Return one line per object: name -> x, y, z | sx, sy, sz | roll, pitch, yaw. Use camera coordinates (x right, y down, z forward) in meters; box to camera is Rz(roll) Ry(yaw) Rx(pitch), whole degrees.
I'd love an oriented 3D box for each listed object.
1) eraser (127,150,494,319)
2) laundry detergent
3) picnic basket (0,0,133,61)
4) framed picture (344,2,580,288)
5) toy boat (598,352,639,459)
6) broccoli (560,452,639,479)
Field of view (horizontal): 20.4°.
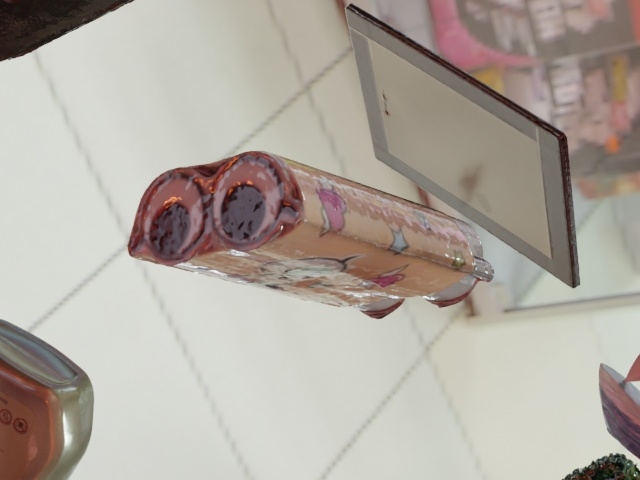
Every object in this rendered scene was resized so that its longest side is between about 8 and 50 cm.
eraser -> 0.000, 0.000, 1.464 | 0.290, 0.171, 0.087 | 16, 70, -53
laundry detergent -> -0.332, 0.218, 1.790 | 0.091, 0.181, 0.253 | -23, 140, -61
picnic basket -> -0.244, -0.277, 1.599 | 0.222, 0.297, 0.129 | 56, 12, -48
framed picture -> 0.165, -0.110, 2.072 | 0.016, 0.347, 0.265 | -40, 142, -21
toy boat -> 0.247, 0.090, 1.229 | 0.034, 0.105, 0.149 | -28, 129, -72
broccoli -> 0.307, 0.297, 1.491 | 0.297, 0.297, 0.297 | 29, 36, -24
